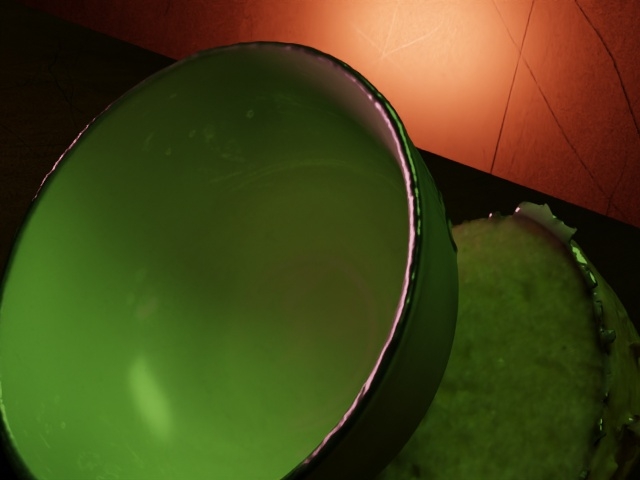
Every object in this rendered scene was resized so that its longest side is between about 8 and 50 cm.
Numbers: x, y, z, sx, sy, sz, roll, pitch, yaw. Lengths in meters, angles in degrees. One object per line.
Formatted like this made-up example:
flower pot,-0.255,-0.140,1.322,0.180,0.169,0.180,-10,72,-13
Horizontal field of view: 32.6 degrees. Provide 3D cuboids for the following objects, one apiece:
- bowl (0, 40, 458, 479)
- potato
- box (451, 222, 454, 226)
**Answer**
bowl,-0.046,0.055,0.783,0.354,0.354,0.185,29,-5,40
potato,0.159,0.121,0.887,0.301,0.288,0.237,-11,-25,39
box,0.000,0.000,1.221,0.225,0.190,0.297,14,17,-9
